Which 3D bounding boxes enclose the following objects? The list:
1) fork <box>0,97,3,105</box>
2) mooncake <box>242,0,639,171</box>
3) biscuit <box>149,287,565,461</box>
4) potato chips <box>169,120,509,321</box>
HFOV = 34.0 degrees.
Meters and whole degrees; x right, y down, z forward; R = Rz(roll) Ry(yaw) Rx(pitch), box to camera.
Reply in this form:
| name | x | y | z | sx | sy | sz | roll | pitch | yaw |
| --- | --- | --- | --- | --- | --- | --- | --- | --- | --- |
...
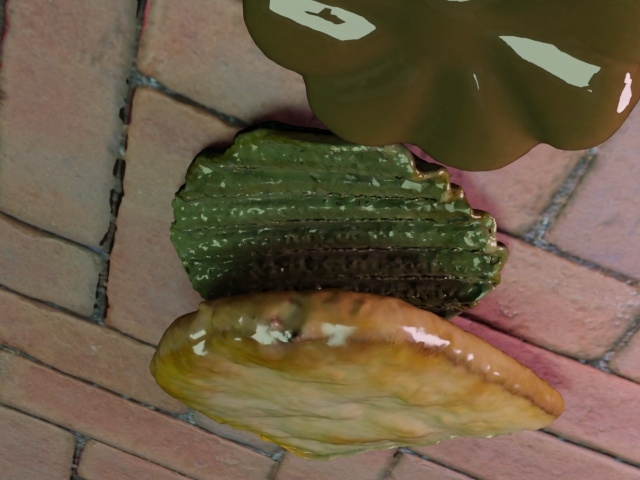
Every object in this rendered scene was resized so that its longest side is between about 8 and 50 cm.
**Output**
| name | x | y | z | sx | sy | sz | roll | pitch | yaw |
| --- | --- | --- | --- | --- | --- | --- | --- | --- | --- |
| fork | -0.433 | -0.186 | 1.273 | 0.115 | 0.012 | 0.016 | 18 | 134 | 11 |
| mooncake | 0.118 | -0.228 | 0.865 | 0.378 | 0.200 | 0.378 | 12 | 137 | 12 |
| biscuit | 0.007 | 0.169 | 1.323 | 0.429 | 0.104 | 0.446 | -18 | 144 | 40 |
| potato chips | 0.000 | 0.000 | 1.241 | 0.429 | 0.070 | 0.358 | -2 | 136 | 26 |
